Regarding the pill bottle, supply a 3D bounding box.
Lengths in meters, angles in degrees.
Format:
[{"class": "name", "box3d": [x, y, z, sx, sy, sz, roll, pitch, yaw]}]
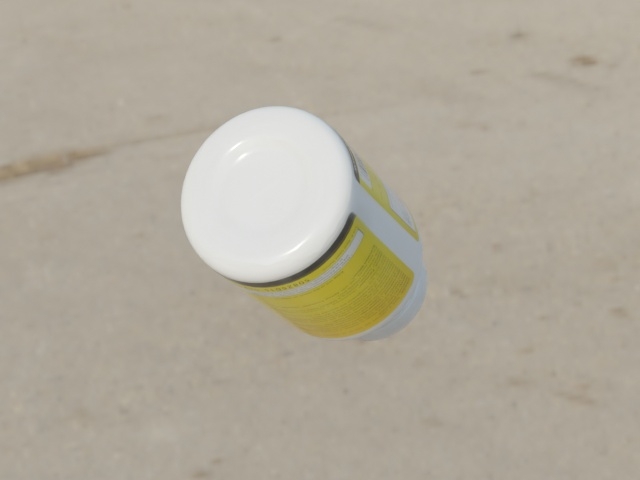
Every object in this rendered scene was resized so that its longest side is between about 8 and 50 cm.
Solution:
[{"class": "pill bottle", "box3d": [0.000, 0.000, 0.977, 0.103, 0.103, 0.184, -2, -20, 22]}]
